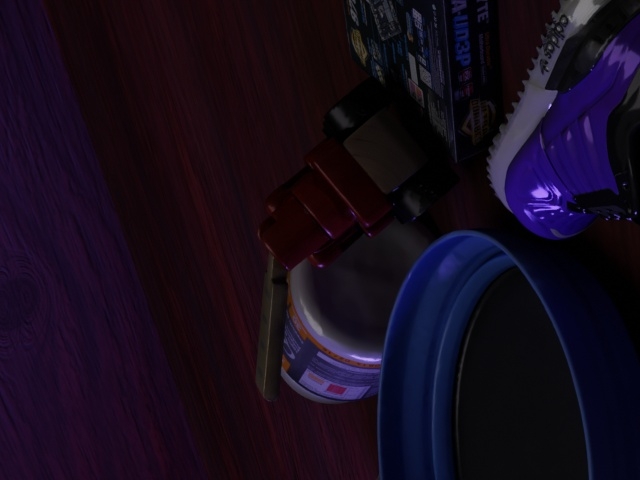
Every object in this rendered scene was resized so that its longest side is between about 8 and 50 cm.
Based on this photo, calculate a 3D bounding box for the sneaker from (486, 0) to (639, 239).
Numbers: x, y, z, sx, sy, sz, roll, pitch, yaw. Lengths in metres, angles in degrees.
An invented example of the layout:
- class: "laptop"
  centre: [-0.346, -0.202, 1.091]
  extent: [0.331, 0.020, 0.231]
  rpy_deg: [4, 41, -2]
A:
- class: "sneaker"
  centre: [0.200, -0.051, 1.103]
  extent: [0.146, 0.102, 0.293]
  rpy_deg: [56, 162, 22]

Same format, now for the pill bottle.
- class: "pill bottle"
  centre: [0.031, 0.076, 1.717]
  extent: [0.162, 0.162, 0.278]
  rpy_deg: [61, 163, 11]

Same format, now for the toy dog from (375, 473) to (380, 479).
- class: "toy dog"
  centre: [0.109, 0.493, 2.012]
  extent: [0.395, 0.284, 0.408]
  rpy_deg: [38, 157, 18]

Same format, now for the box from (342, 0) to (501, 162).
- class: "box"
  centre: [0.076, -0.196, 1.358]
  extent: [0.175, 0.051, 0.220]
  rpy_deg: [49, 158, 41]

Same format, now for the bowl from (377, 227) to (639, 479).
- class: "bowl"
  centre: [0.159, 0.183, 1.404]
  extent: [0.391, 0.077, 0.391]
  rpy_deg: [177, 90, -68]

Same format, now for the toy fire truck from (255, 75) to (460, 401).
- class: "toy fire truck"
  centre: [0.000, 0.000, 1.469]
  extent: [0.158, 0.246, 0.217]
  rpy_deg: [50, 180, 0]
